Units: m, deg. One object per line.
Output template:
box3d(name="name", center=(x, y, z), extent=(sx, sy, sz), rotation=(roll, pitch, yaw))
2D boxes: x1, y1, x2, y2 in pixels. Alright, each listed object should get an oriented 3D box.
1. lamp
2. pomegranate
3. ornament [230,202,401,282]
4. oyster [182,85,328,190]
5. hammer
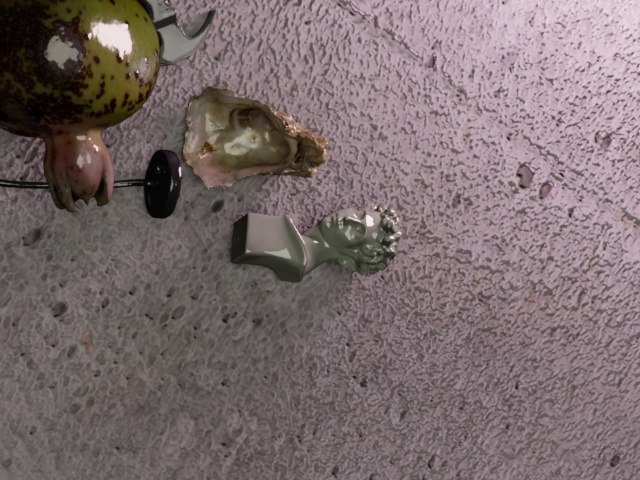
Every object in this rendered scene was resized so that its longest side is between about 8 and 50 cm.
box3d(name="lamp", center=(-0.399, -0.066, 1.734), extent=(0.371, 0.130, 0.108), rotation=(-11, 142, -13))
box3d(name="pomegranate", center=(-0.370, -0.209, 1.623), extent=(0.285, 0.285, 0.340), rotation=(-7, 91, -18))
box3d(name="ornament", center=(-0.007, 0.007, 1.859), extent=(0.285, 0.130, 0.120), rotation=(-7, 82, -10))
box3d(name="oyster", center=(-0.103, -0.156, 1.824), extent=(0.233, 0.107, 0.161), rotation=(8, 99, -1))
box3d(name="hammer", center=(-0.265, -0.384, 1.762), extent=(0.159, 0.041, 0.226), rotation=(-31, 105, -13))
